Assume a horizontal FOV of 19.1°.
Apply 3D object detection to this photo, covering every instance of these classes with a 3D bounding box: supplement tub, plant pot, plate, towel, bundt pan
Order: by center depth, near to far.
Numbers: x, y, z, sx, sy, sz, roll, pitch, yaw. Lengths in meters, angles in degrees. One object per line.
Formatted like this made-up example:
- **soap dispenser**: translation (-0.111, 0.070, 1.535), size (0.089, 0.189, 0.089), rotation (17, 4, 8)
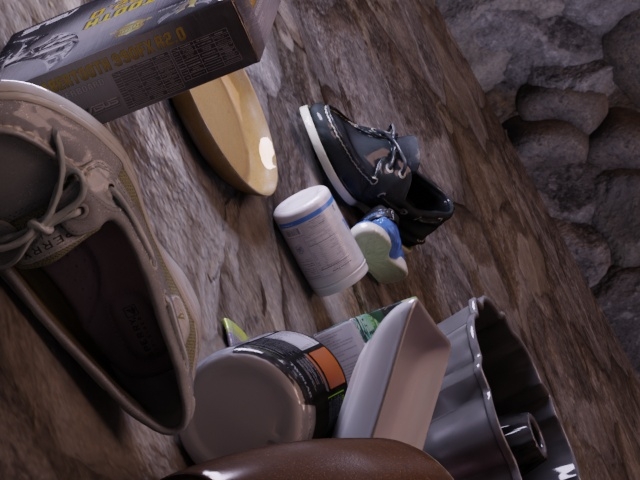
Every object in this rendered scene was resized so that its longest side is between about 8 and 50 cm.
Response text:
- **plant pot**: translation (-0.031, 0.240, 1.411), size (0.230, 0.215, 0.215), rotation (19, 47, -51)
- **supplement tub**: translation (-0.043, 0.140, 1.636), size (0.117, 0.117, 0.190), rotation (67, 14, 4)
- **plate**: translation (0.046, 0.200, 1.716), size (0.278, 0.045, 0.277), rotation (47, 59, -74)
- **towel**: translation (-0.071, 0.118, 1.784), size (0.060, 0.009, 0.083), rotation (49, 22, -47)
- **plant pot**: translation (-0.113, -0.150, 2.009), size (0.236, 0.032, 0.236), rotation (57, 17, -29)
- **bundt pan**: translation (0.181, 0.231, 2.059), size (0.331, 0.124, 0.331), rotation (57, 19, -31)
- **supplement tub**: translation (0.000, 0.000, 2.102), size (0.107, 0.071, 0.071), rotation (62, 15, -17)

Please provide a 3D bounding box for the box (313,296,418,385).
- **box**: translation (0.099, 0.190, 2.182), size (0.232, 0.058, 0.322), rotation (67, 14, 3)

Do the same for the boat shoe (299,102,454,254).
- **boat shoe**: translation (0.083, -0.092, 2.450), size (0.340, 0.113, 0.127), rotation (50, 20, -49)

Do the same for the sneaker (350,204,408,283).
- **sneaker**: translation (0.065, -0.010, 2.369), size (0.152, 0.058, 0.085), rotation (44, 29, -59)

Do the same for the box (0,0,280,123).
- **box**: translation (-0.150, -0.150, 1.482), size (0.183, 0.231, 0.056), rotation (-77, 144, -65)

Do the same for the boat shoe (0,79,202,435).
- **boat shoe**: translation (-0.173, 0.015, 1.379), size (0.103, 0.118, 0.320), rotation (-104, 170, -47)
